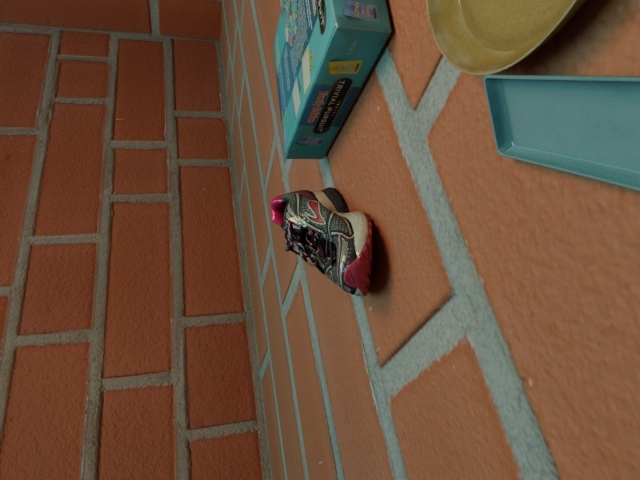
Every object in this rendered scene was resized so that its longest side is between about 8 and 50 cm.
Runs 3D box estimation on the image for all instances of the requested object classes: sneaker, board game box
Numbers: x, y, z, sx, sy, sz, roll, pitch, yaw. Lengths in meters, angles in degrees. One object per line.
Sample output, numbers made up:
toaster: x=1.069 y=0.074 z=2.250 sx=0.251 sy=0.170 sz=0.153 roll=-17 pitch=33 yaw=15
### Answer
sneaker: x=0.000 y=0.000 z=0.753 sx=0.299 sy=0.112 sz=0.120 roll=-130 pitch=41 yaw=-64
board game box: x=-0.002 y=-0.321 z=0.773 sx=0.336 sy=0.079 sz=0.253 roll=129 pitch=136 yaw=-66

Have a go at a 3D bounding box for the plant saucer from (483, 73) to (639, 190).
plant saucer: x=0.168 y=-0.071 z=0.297 sx=0.192 sy=0.018 sz=0.067 roll=-129 pitch=17 yaw=-65

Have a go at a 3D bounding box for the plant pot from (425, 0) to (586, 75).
plant pot: x=0.148 y=-0.246 z=0.355 sx=0.236 sy=0.032 sz=0.236 roll=177 pitch=90 yaw=-74
